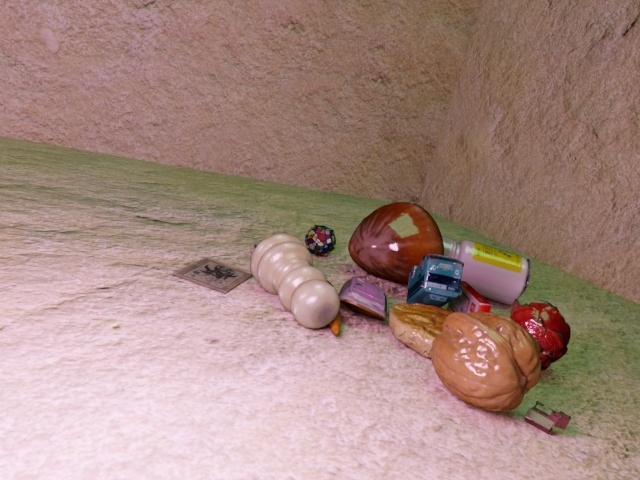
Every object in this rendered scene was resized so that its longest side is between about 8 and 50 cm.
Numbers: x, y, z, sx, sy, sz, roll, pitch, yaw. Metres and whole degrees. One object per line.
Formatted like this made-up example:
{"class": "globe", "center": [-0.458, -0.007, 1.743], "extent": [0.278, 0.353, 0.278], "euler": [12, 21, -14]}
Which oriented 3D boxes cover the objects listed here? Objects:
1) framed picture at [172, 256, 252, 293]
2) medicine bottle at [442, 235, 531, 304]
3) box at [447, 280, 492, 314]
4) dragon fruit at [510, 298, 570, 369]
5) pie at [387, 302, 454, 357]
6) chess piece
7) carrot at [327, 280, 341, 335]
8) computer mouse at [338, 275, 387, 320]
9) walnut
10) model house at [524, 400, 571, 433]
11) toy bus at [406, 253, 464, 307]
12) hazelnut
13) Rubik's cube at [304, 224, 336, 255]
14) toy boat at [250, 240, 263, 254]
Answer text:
{"class": "framed picture", "center": [-0.316, 0.101, 1.644], "extent": [0.173, 0.010, 0.231], "euler": [18, 13, 9]}
{"class": "medicine bottle", "center": [0.635, 0.117, 2.232], "extent": [0.379, 0.213, 0.213], "euler": [16, 13, 4]}
{"class": "box", "center": [0.496, 0.224, 1.836], "extent": [0.050, 0.122, 0.229], "euler": [8, 15, -10]}
{"class": "dragon fruit", "center": [0.642, 0.272, 1.623], "extent": [0.192, 0.193, 0.274], "euler": [56, 41, -6]}
{"class": "pie", "center": [0.348, 0.267, 1.594], "extent": [0.340, 0.083, 0.339], "euler": [14, 11, -3]}
{"class": "chess piece", "center": [-0.062, 0.124, 1.537], "extent": [0.182, 0.182, 0.330], "euler": [8, 21, -31]}
{"class": "carrot", "center": [0.024, 0.187, 1.580], "extent": [0.069, 0.069, 0.336], "euler": [12, 17, -14]}
{"class": "computer mouse", "center": [0.136, 0.182, 1.682], "extent": [0.158, 0.071, 0.310], "euler": [24, 8, 3]}
{"class": "walnut", "center": [0.384, 0.278, 1.292], "extent": [0.225, 0.257, 0.257], "euler": [-31, 33, -18]}
{"class": "model house", "center": [0.520, 0.410, 1.251], "extent": [0.083, 0.057, 0.058], "euler": [28, 13, 35]}
{"class": "toy bus", "center": [0.369, 0.142, 1.779], "extent": [0.128, 0.147, 0.256], "euler": [12, -18, -1]}
{"class": "hazelnut", "center": [0.284, 0.013, 2.052], "extent": [0.373, 0.315, 0.372], "euler": [-5, -1, 0]}
{"class": "Rubik's cube", "center": [0.000, 0.000, 2.195], "extent": [0.133, 0.133, 0.112], "euler": [4, 44, -40]}
{"class": "toy boat", "center": [-0.151, 0.067, 1.877], "extent": [0.210, 0.066, 0.084], "euler": [36, 34, 28]}
